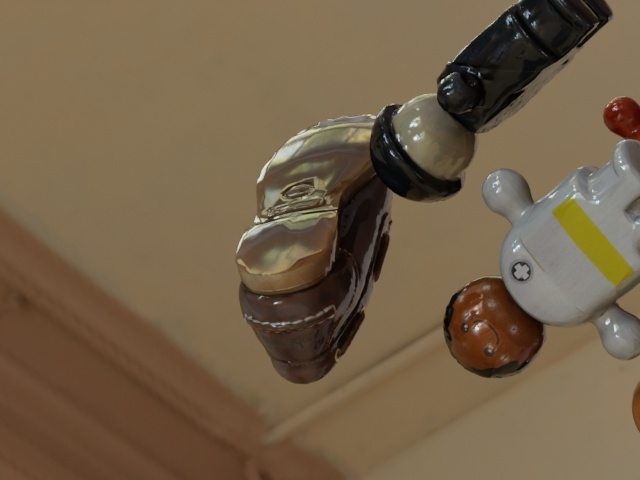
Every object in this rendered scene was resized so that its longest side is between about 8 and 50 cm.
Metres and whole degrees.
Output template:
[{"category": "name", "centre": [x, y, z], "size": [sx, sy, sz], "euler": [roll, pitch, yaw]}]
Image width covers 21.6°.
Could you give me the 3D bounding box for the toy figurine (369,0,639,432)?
[{"category": "toy figurine", "centre": [0.143, -0.006, 0.844], "size": [0.213, 0.148, 0.209], "euler": [23, -143, -34]}]

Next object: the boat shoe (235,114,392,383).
[{"category": "boat shoe", "centre": [0.000, 0.000, 0.906], "size": [0.207, 0.073, 0.073], "euler": [-63, -38, -57]}]
